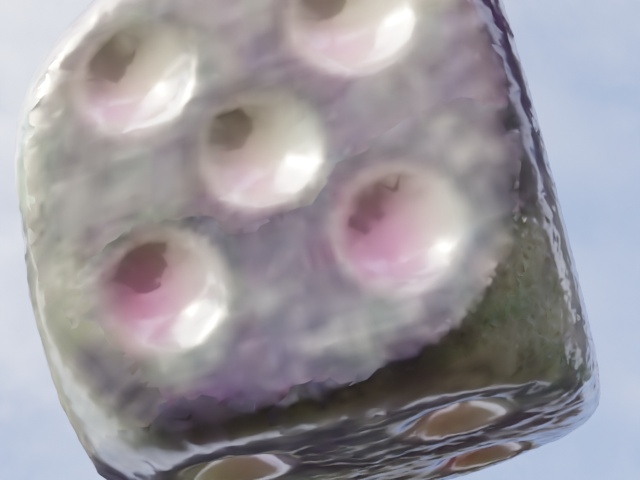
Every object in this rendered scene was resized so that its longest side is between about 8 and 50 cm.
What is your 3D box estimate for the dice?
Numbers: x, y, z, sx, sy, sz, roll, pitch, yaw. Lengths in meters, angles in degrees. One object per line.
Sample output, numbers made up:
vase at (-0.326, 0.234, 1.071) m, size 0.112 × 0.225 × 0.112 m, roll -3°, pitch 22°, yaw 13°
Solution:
dice at (0.000, 0.000, 0.750) m, size 0.271 × 0.270 × 0.270 m, roll -14°, pitch -111°, yaw 9°
